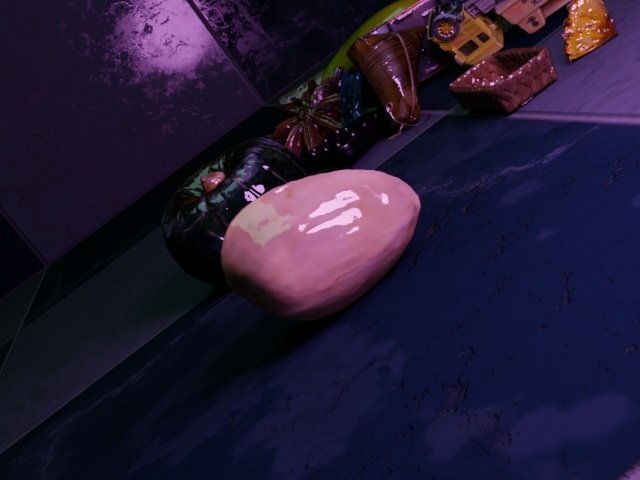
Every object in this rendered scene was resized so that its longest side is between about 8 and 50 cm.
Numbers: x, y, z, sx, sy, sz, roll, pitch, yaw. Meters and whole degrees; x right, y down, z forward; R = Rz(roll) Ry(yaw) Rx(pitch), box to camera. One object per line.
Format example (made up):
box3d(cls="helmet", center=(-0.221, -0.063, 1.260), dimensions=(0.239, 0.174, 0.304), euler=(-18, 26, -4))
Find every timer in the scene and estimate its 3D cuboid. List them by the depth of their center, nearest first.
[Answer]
box3d(cls="timer", center=(0.061, -0.181, 1.646), dimensions=(0.187, 0.055, 0.144), euler=(-41, 17, -35))

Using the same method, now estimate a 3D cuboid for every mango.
box3d(cls="mango", center=(0.140, -0.414, 1.989), dimensions=(0.343, 0.156, 0.192), euler=(-32, 3, 27))

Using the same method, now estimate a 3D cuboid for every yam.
box3d(cls="yam", center=(0.006, -0.349, 2.190), dimensions=(0.194, 0.107, 0.107), euler=(-32, 15, 14))

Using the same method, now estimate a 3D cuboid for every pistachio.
box3d(cls="pistachio", center=(0.000, 0.000, 1.015), dimensions=(0.229, 0.157, 0.157), euler=(-27, 12, -14))

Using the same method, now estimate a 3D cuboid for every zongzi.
box3d(cls="zongzi", center=(0.161, -0.288, 1.595), dimensions=(0.184, 0.187, 0.084), euler=(-20, -12, -34))

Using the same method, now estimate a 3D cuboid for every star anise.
box3d(cls="star anise", center=(-0.008, -0.248, 1.961), dimensions=(0.272, 0.102, 0.272), euler=(-24, 46, 28))

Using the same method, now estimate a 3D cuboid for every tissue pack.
box3d(cls="tissue pack", center=(0.059, -0.272, 1.794), dimensions=(0.028, 0.138, 0.085), euler=(0, -1, -23))

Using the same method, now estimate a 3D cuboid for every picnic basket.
box3d(cls="picnic basket", center=(0.264, -0.230, 1.319), dimensions=(0.110, 0.055, 0.193), euler=(-36, 14, -4))

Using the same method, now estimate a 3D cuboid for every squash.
box3d(cls="squash", center=(-0.130, -0.044, 1.418), dimensions=(0.252, 0.165, 0.252), euler=(-35, 16, 12))

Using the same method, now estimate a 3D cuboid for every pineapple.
box3d(cls="pineapple", center=(0.388, -0.308, 1.293), dimensions=(0.077, 0.114, 0.114), euler=(10, 15, 19))

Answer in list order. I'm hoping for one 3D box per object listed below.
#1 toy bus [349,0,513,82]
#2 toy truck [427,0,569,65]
box3d(cls="toy bus", center=(0.227, -0.415, 1.792), dimensions=(0.329, 0.143, 0.153), euler=(-32, 11, 10))
box3d(cls="toy truck", center=(0.327, -0.423, 1.600), dimensions=(0.272, 0.157, 0.124), euler=(-35, 28, 36))
